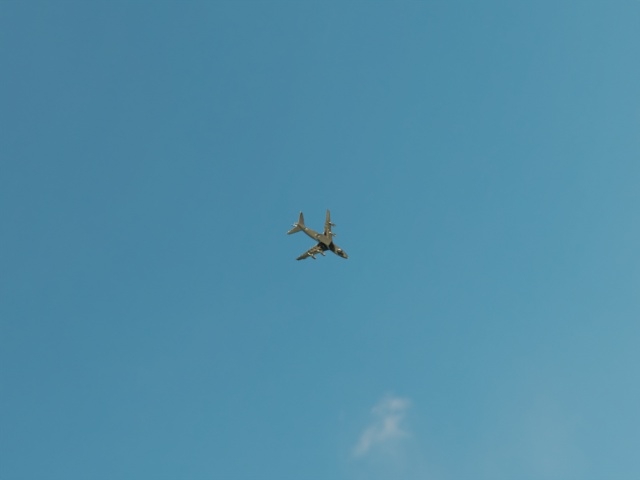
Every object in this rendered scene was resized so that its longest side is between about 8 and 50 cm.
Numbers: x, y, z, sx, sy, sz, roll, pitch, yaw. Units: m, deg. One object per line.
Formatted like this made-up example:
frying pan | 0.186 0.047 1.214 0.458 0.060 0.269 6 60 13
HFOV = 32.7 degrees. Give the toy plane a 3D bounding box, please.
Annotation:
toy plane | 0.000 -0.001 1.368 0.078 0.084 0.024 -58 -3 -15
